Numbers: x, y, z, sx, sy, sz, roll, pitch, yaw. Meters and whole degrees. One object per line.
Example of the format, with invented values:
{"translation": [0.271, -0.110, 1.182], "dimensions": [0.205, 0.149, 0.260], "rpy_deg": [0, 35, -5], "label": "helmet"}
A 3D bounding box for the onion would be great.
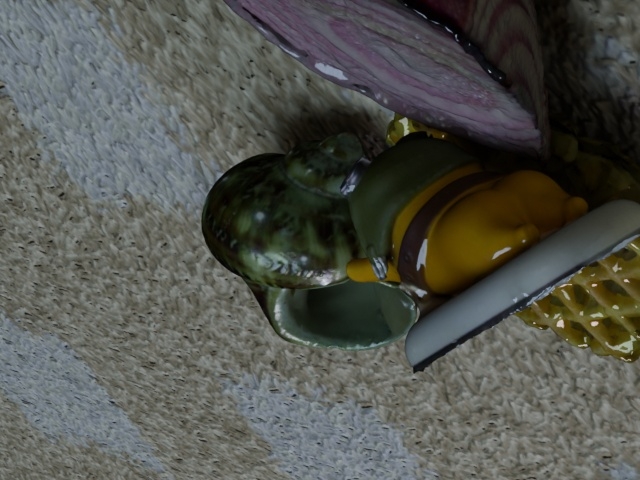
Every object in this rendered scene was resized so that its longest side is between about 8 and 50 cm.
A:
{"translation": [0.036, -0.163, 1.184], "dimensions": [0.247, 0.111, 0.250], "rpy_deg": [26, 174, 21], "label": "onion"}

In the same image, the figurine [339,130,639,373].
{"translation": [0.101, -0.020, 1.235], "dimensions": [0.141, 0.166, 0.250], "rpy_deg": [60, 152, 5], "label": "figurine"}

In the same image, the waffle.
{"translation": [0.147, -0.015, 1.376], "dimensions": [0.245, 0.052, 0.254], "rpy_deg": [29, 154, 18], "label": "waffle"}

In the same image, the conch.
{"translation": [0.001, -0.003, 1.492], "dimensions": [0.187, 0.124, 0.181], "rpy_deg": [18, 160, -13], "label": "conch"}
